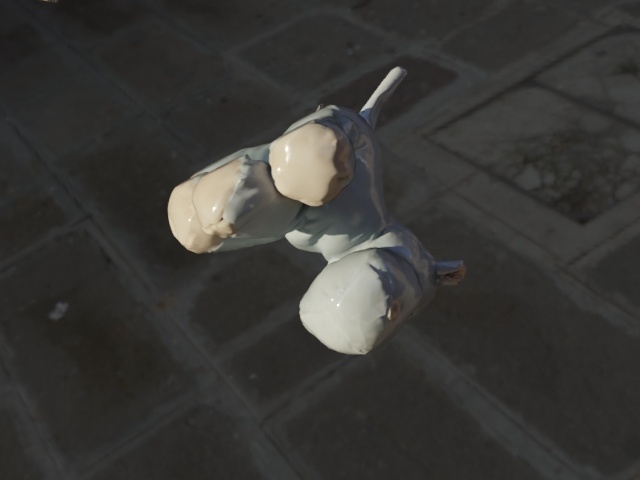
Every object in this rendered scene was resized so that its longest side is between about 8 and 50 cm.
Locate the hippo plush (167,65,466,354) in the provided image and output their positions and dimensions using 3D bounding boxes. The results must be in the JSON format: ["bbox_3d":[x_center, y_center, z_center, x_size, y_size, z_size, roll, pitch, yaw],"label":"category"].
[{"bbox_3d":[0.000,0.000,1.026,0.234,0.237,0.294,-23,10,27],"label":"hippo plush"}]
